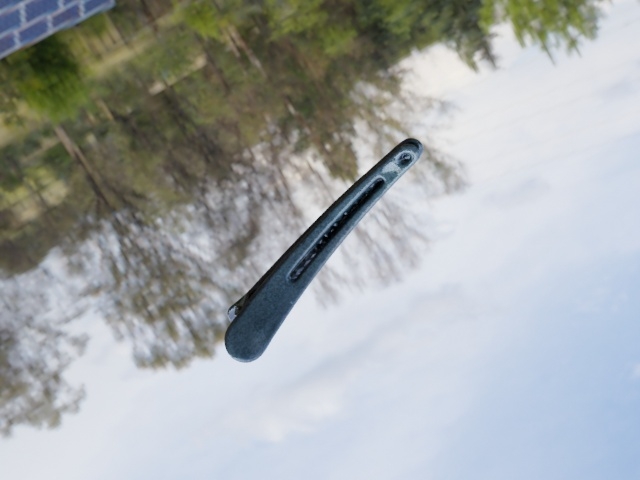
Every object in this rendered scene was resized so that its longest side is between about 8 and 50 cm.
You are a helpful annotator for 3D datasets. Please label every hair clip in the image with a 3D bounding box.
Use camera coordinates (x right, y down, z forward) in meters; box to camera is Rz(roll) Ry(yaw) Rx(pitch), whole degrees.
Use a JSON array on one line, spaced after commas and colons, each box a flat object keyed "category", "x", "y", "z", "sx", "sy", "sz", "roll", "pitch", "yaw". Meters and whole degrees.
[{"category": "hair clip", "x": 0.000, "y": 0.000, "z": 0.833, "sx": 0.229, "sy": 0.039, "sz": 0.070, "roll": -50, "pitch": -168, "yaw": 13}]
